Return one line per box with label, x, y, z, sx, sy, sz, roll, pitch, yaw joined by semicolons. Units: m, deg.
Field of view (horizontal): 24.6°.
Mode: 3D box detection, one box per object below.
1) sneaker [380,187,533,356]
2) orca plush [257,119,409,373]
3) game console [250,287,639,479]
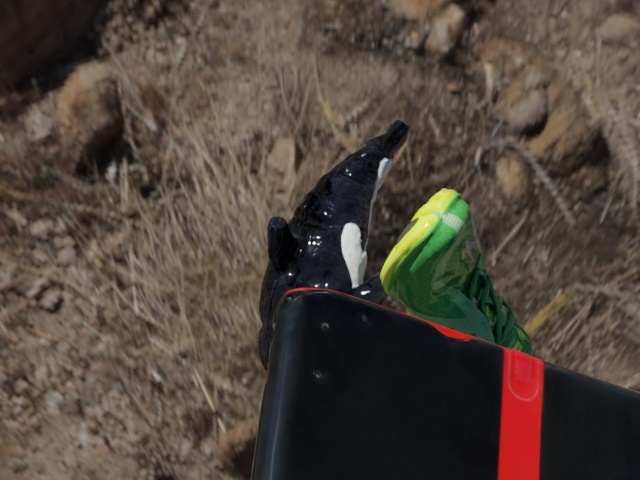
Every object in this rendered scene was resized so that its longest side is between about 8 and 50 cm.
sneaker;0.133;0.062;1.311;0.123;0.295;0.109;25;63;28
orca plush;0.000;0.000;1.435;0.151;0.102;0.287;26;82;46
game console;0.104;0.241;0.846;0.342;0.060;0.387;18;58;-18
